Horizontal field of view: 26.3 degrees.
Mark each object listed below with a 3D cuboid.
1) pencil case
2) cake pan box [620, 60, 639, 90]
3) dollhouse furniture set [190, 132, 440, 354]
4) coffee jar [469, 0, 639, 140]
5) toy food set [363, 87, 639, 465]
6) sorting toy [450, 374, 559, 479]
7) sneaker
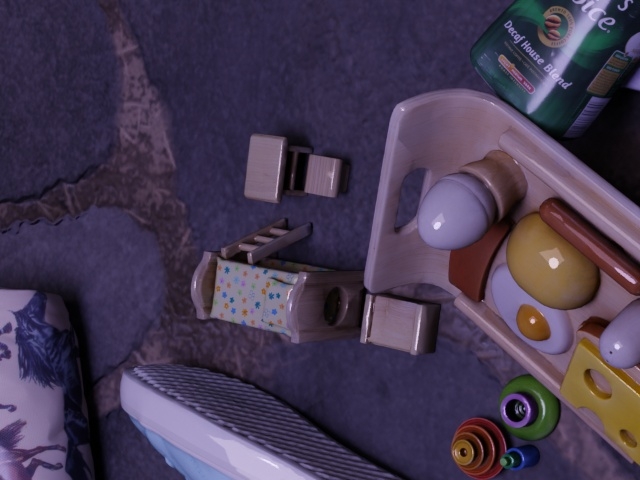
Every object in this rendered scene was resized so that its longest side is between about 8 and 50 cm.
[{"bbox_3d":[-0.308,0.235,1.311,0.184,0.160,0.410,-10,84,21],"label":"pencil case"},{"bbox_3d":[0.304,-0.205,0.917,0.246,0.070,0.266,18,100,37],"label":"cake pan box"},{"bbox_3d":[0.000,0.000,1.119,0.182,0.101,0.160,10,96,36],"label":"dollhouse furniture set"},{"bbox_3d":[0.190,-0.162,0.914,0.096,0.079,0.184,52,120,24],"label":"coffee jar"},{"bbox_3d":[0.154,0.060,0.937,0.306,0.092,0.219,43,150,25],"label":"toy food set"},{"bbox_3d":[0.138,0.150,1.053,0.102,0.042,0.061,-49,63,26],"label":"sorting toy"},{"bbox_3d":[-0.047,0.228,1.134,0.366,0.135,0.150,28,103,34],"label":"sneaker"}]
